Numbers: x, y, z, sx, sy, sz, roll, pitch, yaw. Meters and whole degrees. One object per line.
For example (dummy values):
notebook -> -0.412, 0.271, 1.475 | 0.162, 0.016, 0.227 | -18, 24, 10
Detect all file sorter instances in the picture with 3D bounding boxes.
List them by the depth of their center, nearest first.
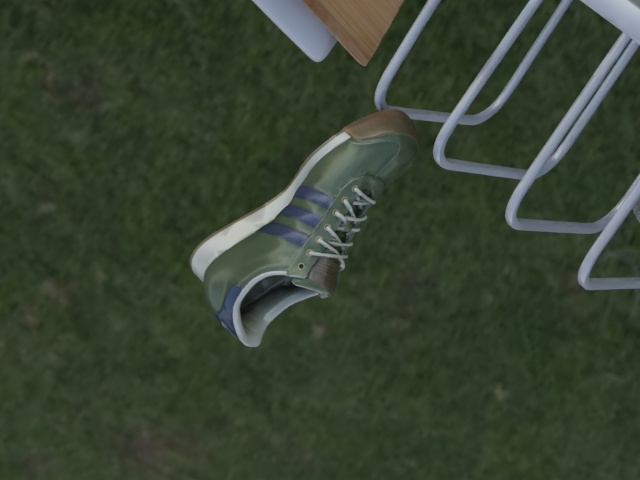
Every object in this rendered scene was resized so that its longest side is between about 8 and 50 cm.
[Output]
file sorter -> 0.201, -0.075, 1.120 | 0.278, 0.193, 0.173 | 43, 112, 26

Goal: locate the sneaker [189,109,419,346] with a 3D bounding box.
sneaker -> 0.000, 0.000, 1.149 | 0.192, 0.086, 0.064 | -37, 143, 18

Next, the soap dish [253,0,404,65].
soap dish -> -0.051, -0.293, 1.251 | 0.118, 0.229, 0.291 | -34, 126, 15

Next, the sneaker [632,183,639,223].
sneaker -> 0.383, -0.073, 1.570 | 0.086, 0.163, 0.226 | 56, 166, 14
